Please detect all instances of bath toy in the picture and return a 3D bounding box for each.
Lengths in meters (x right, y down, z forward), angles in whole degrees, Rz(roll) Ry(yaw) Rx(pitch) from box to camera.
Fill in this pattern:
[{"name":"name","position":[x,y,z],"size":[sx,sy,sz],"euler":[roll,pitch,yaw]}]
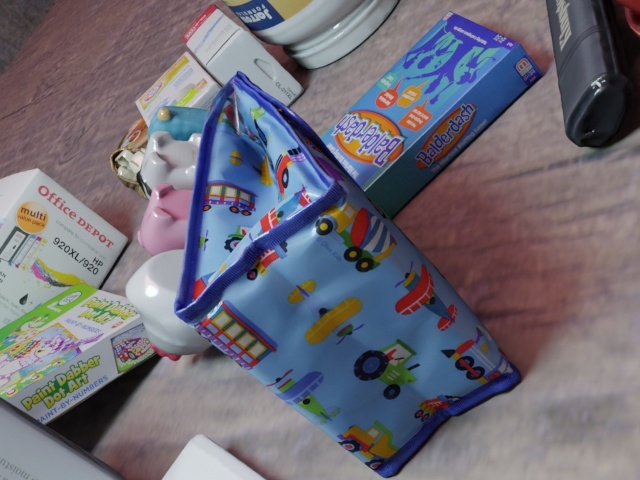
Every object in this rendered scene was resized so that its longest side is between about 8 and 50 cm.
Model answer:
[{"name":"bath toy","position":[-0.137,-0.006,1.005],"size":[0.348,0.151,0.129],"euler":[-94,16,-49]}]

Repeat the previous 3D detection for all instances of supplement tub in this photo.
[{"name":"supplement tub","position":[-0.058,-0.402,1.185],"size":[0.228,0.316,0.228],"euler":[-32,32,23]}]

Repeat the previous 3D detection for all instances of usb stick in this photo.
[{"name":"usb stick","position":[0.234,-0.189,0.809],"size":[0.278,0.045,0.077],"euler":[-81,2,-46]}]

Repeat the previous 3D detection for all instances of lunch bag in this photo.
[{"name":"lunch bag","position":[0.000,0.000,0.722],"size":[0.138,0.221,0.293],"euler":[-39,31,12]}]

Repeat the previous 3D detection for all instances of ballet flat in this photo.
[{"name":"ballet flat","position":[-0.262,-0.104,1.336],"size":[0.206,0.067,0.073],"euler":[11,61,55]}]

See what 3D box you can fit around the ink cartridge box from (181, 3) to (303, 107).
[{"name":"ink cartridge box","position":[-0.111,-0.245,1.254],"size":[0.072,0.127,0.175],"euler":[-45,29,5]}]

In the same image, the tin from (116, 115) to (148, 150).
[{"name":"tin","position":[-0.251,-0.188,1.458],"size":[0.189,0.040,0.106],"euler":[-32,29,24]}]

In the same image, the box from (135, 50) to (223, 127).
[{"name":"box","position":[-0.173,-0.172,1.269],"size":[0.114,0.103,0.203],"euler":[-44,30,4]}]

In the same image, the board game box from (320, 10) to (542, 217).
[{"name":"board game box","position":[0.101,-0.131,0.928],"size":[0.210,0.047,0.160],"euler":[-45,30,5]}]

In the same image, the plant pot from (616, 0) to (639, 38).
[{"name":"plant pot","position":[0.293,-0.258,0.708],"size":[0.191,0.174,0.191],"euler":[-32,32,23]}]

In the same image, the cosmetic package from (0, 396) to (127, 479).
[{"name":"cosmetic package","position":[-0.366,0.352,0.758],"size":[0.161,0.230,0.453],"euler":[8,59,56]}]

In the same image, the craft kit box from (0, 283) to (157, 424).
[{"name":"craft kit box","position":[-0.331,0.144,1.048],"size":[0.246,0.061,0.250],"euler":[-31,20,-30]}]

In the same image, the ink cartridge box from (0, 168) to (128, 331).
[{"name":"ink cartridge box","position":[-0.420,0.046,1.252],"size":[0.168,0.171,0.233],"euler":[-6,49,49]}]

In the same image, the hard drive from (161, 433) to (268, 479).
[{"name":"hard drive","position":[-0.072,0.278,0.660],"size":[0.203,0.040,0.307],"euler":[-55,31,-14]}]
